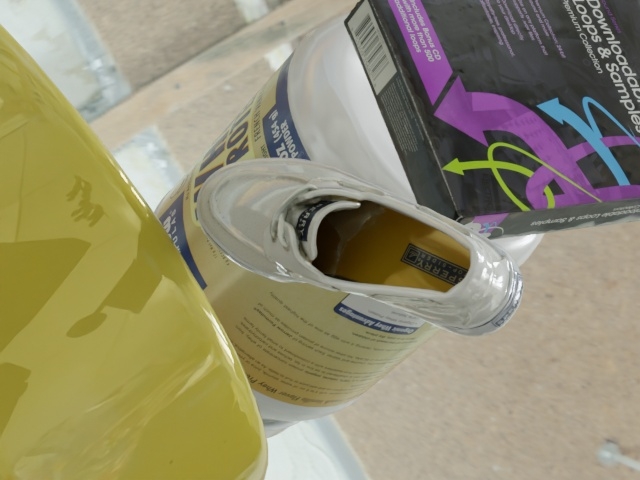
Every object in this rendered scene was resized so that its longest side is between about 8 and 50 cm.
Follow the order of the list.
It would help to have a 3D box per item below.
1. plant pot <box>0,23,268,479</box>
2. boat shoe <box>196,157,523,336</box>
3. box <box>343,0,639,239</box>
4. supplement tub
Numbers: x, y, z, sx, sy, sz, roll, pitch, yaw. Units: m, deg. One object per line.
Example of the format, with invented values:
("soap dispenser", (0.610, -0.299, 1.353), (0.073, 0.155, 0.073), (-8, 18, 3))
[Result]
("plant pot", (-0.185, 0.060, 0.462), (0.239, 0.254, 0.254), (-40, -75, -21))
("boat shoe", (0.004, -0.002, 0.378), (0.035, 0.100, 0.035), (34, -100, -58))
("box", (0.101, -0.061, 0.651), (0.162, 0.029, 0.116), (-7, -115, -32))
("supplement tub", (0.000, 0.000, 1.117), (0.228, 0.316, 0.228), (24, -137, -25))
